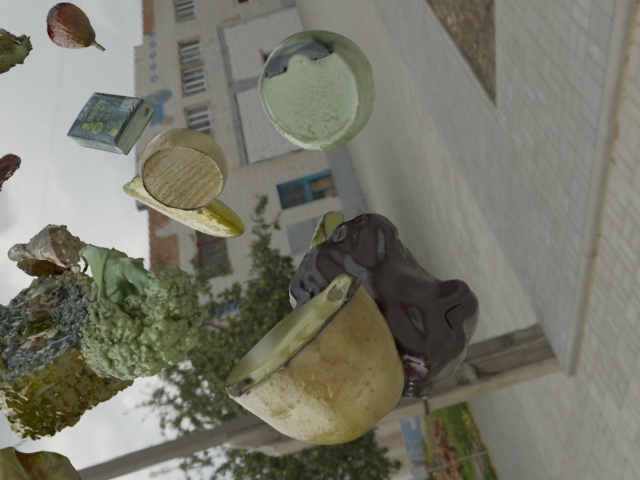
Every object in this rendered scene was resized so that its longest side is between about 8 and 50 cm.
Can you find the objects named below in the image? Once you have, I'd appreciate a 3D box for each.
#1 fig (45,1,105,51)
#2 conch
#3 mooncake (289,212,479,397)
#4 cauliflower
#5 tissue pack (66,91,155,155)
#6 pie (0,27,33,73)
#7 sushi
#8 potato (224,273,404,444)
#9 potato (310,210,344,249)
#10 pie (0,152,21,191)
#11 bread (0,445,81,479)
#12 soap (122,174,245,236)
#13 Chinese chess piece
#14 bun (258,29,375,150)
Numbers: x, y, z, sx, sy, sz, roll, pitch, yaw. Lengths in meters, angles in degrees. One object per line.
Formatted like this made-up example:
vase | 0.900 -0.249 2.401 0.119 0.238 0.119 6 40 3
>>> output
fig | -0.639 -0.530 1.671 0.153 0.119 0.119 61 -179 -5
conch | -0.798 0.041 1.915 0.163 0.245 0.178 -97 -1 -73
mooncake | 0.115 0.142 1.300 0.381 0.351 0.212 33 162 18
cauliflower | -0.354 0.139 1.311 0.327 0.260 0.281 -42 45 42
tissue pack | -0.679 -0.382 2.091 0.185 0.257 0.081 -63 -36 -17
pie | -0.935 -0.479 1.688 0.355 0.288 0.103 -52 -30 -39
sushi | -0.640 0.258 1.599 0.396 0.351 0.240 39 149 47
potato | 0.015 0.219 1.066 0.242 0.285 0.242 41 159 19
potato | 0.000 0.000 1.683 0.081 0.120 0.149 28 -139 -29
pie | -1.085 -0.200 2.160 0.054 0.219 0.204 39 -175 -15
bread | -0.678 0.570 1.354 0.210 0.341 0.300 30 159 28
soap | -0.454 -0.122 2.217 0.306 0.427 0.115 -15 50 58
Chinese chess piece | -0.390 -0.201 1.856 0.103 0.249 0.250 -94 -9 -45
bun | 0.007 -0.373 1.587 0.187 0.293 0.293 -49 -52 -56
